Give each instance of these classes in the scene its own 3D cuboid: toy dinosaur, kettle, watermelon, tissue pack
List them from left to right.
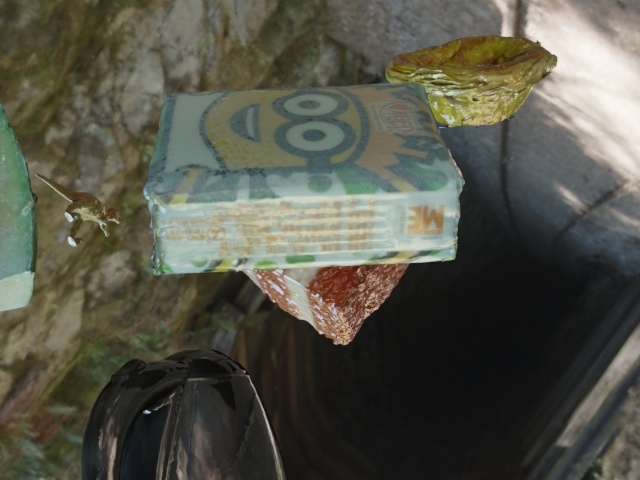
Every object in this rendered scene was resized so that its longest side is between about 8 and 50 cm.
[{"bbox_3d":[-0.494,-0.025,1.121,0.151,0.302,0.264,55,-164,-71],"label":"watermelon"},{"bbox_3d":[-0.402,-0.069,1.390,0.162,0.039,0.126,67,-151,-22],"label":"toy dinosaur"},{"bbox_3d":[-0.142,0.256,0.847,0.207,0.290,0.268,-6,170,26],"label":"kettle"},{"bbox_3d":[-0.021,-0.073,0.888,0.311,0.128,0.228,-2,-144,-3],"label":"tissue pack"}]

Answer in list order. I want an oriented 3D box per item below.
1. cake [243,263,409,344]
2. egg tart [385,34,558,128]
[{"bbox_3d":[0.000,0.000,1.612,0.319,0.269,0.270,33,163,18],"label":"cake"},{"bbox_3d":[0.252,-0.264,1.380,0.295,0.116,0.295,-8,-156,4],"label":"egg tart"}]
